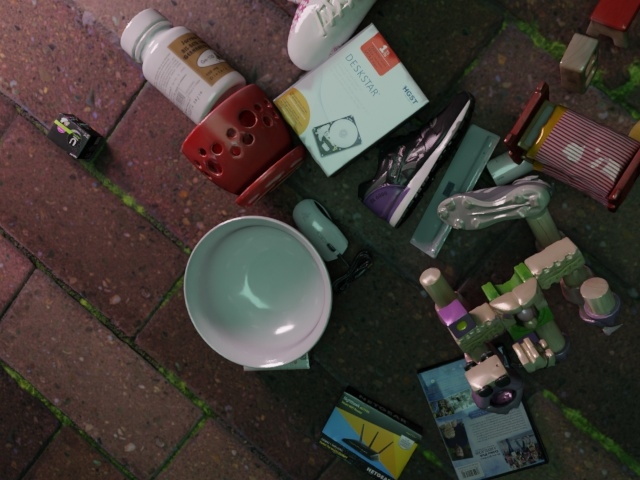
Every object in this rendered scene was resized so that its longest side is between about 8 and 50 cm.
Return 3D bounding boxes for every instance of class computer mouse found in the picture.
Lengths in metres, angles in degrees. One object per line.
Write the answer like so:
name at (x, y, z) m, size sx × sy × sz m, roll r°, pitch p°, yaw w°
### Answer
computer mouse at (0.012, 0.004, 1.337) m, size 0.106 × 0.042 × 0.193 m, roll -40°, pitch 88°, yaw 15°

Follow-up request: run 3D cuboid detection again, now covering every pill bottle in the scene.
pill bottle at (-0.268, -0.336, 1.322) m, size 0.229 × 0.131 × 0.131 m, roll 42°, pitch 103°, yaw 4°

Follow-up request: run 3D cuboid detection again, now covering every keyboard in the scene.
keyboard at (0.250, -0.093, 1.289) m, size 0.072 × 0.014 × 0.256 m, roll 40°, pitch 108°, yaw 48°

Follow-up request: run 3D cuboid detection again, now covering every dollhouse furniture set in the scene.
dollhouse furniture set at (0.484, -0.256, 1.115) m, size 0.201 × 0.152 × 0.374 m, roll 31°, pitch 93°, yaw 22°

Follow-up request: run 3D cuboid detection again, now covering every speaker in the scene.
speaker at (0.375, -0.151, 1.252) m, size 0.136 × 0.055 × 0.055 m, roll -28°, pitch 91°, yaw 13°

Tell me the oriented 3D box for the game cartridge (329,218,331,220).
game cartridge at (0.000, 0.000, 1.370) m, size 0.056 × 0.017 × 0.083 m, roll -8°, pitch 96°, yaw 16°

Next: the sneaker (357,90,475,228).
sneaker at (0.171, -0.170, 1.270) m, size 0.124 × 0.107 × 0.283 m, roll 36°, pitch 103°, yaw 11°

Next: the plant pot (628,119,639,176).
plant pot at (0.611, -0.163, 1.181) m, size 0.134 × 0.095 × 0.134 m, roll 1°, pitch 97°, yaw 12°

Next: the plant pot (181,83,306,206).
plant pot at (-0.139, -0.169, 1.289) m, size 0.191 × 0.191 × 0.174 m, roll -39°, pitch 93°, yaw 14°

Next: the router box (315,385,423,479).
router box at (0.099, 0.398, 1.385) m, size 0.179 × 0.046 × 0.133 m, roll 28°, pitch 102°, yaw 7°

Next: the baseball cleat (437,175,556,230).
baseball cleat at (0.317, -0.067, 1.221) m, size 0.206 × 0.109 × 0.072 m, roll -3°, pitch 110°, yaw 38°

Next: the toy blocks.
toy blocks at (0.374, 0.158, 1.188) m, size 0.289 × 0.309 × 0.260 m, roll -32°, pitch 125°, yaw 9°

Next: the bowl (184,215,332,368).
bowl at (-0.105, 0.089, 1.337) m, size 0.298 × 0.134 × 0.297 m, roll 3°, pitch 101°, yaw 15°

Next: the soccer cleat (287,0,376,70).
soccer cleat at (0.049, -0.453, 1.227) m, size 0.116 × 0.143 × 0.331 m, roll 37°, pitch 103°, yaw -8°

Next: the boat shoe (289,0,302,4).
boat shoe at (-0.031, -0.542, 1.286) m, size 0.063 × 0.066 × 0.184 m, roll 19°, pitch 110°, yaw 8°

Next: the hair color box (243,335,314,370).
hair color box at (-0.089, 0.227, 1.403) m, size 0.141 × 0.043 × 0.072 m, roll -4°, pitch 96°, yaw 13°

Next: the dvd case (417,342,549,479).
dvd case at (0.320, 0.346, 1.346) m, size 0.180 × 0.022 × 0.253 m, roll -21°, pitch 92°, yaw 13°

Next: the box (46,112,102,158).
box at (-0.515, -0.218, 1.428) m, size 0.083 × 0.052 × 0.062 m, roll 36°, pitch 102°, yaw 4°

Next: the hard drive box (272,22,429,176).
hard drive box at (0.059, -0.258, 1.282) m, size 0.232 × 0.089 × 0.181 m, roll -37°, pitch 89°, yaw 10°
